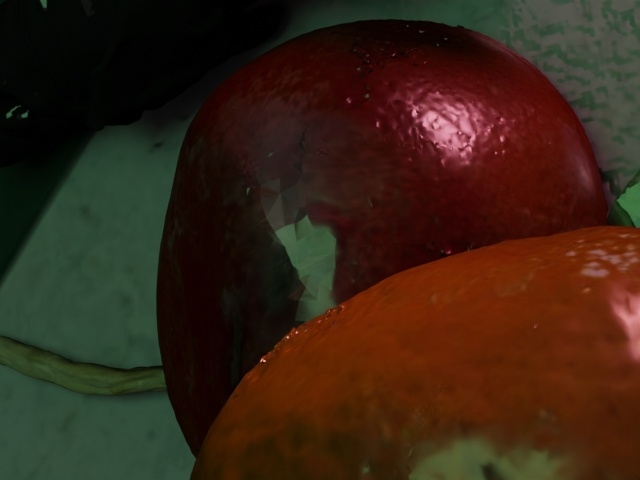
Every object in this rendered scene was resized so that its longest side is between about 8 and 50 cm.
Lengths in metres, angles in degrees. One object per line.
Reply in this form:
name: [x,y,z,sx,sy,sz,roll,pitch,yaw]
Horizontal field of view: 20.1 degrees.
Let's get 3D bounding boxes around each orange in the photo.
orange: [0.072,0.093,0.496,0.224,0.224,0.170,-19,26,30]

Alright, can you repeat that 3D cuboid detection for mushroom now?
mushroom: [-0.135,0.049,0.765,0.286,0.026,0.028,-1,93,33]

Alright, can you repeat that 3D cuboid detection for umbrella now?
umbrella: [-0.020,-0.130,0.699,0.357,0.106,0.113,-33,51,32]

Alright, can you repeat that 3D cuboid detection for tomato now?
tomato: [0.000,0.000,0.628,0.189,0.099,0.173,-43,58,10]

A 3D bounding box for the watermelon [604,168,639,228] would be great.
watermelon: [0.136,-0.002,0.575,0.084,0.072,0.092,-42,96,6]
